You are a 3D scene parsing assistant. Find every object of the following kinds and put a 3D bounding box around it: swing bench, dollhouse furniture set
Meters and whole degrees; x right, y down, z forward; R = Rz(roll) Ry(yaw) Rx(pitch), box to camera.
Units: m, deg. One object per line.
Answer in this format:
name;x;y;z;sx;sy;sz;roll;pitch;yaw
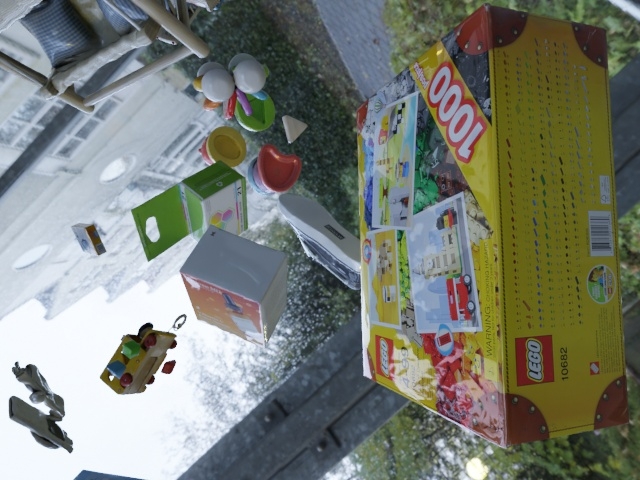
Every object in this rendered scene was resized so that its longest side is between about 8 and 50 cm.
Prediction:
swing bench;-0.314;-0.283;0.513;0.254;0.253;0.165;-3;-97;-60
dollhouse furniture set;-0.329;-0.565;1.107;0.183;0.129;0.129;23;166;16

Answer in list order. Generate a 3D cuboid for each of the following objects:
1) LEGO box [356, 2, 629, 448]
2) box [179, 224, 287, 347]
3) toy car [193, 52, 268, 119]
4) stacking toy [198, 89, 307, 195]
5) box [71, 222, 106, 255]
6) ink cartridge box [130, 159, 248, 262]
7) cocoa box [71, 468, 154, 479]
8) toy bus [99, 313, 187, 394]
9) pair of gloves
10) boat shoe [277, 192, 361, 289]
LEGO box;0.219;-0.013;0.694;0.193;0.501;0.372;0;176;-20
box;-0.128;0.077;0.703;0.130;0.091;0.170;20;147;10
toy car;-0.207;-0.365;1.094;0.159;0.181;0.136;-123;16;-56
stacking toy;-0.208;-0.303;1.421;0.309;0.280;0.130;29;163;-31
box;-0.622;-0.005;1.205;0.136;0.028;0.081;6;120;47
ink cartridge box;-0.305;-0.049;1.099;0.097;0.255;0.189;34;143;23
cocoa box;-0.549;0.744;1.036;0.231;0.228;0.347;6;-172;5
toy bus;-0.429;0.263;1.071;0.104;0.191;0.202;28;-142;21
pair of gloves;-0.702;0.415;1.142;0.240;0.042;0.204;34;152;53
boat shoe;0.000;0.000;1.061;0.301;0.102;0.108;38;-143;24
